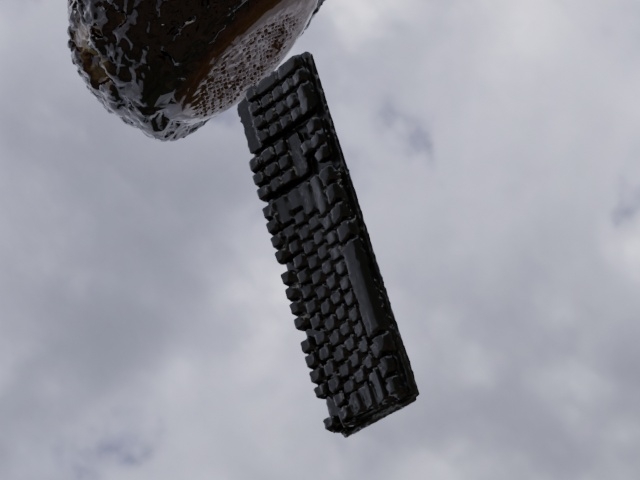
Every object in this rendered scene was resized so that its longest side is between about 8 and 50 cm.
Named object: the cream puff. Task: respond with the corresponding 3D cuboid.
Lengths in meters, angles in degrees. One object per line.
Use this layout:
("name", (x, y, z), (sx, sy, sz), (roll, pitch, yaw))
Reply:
("cream puff", (-0.105, -0.202, 1.300), (0.239, 0.165, 0.239), (-42, -10, -9))

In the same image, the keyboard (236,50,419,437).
("keyboard", (-0.001, 0.000, 0.964), (0.023, 0.231, 0.072), (1, -26, -42))
